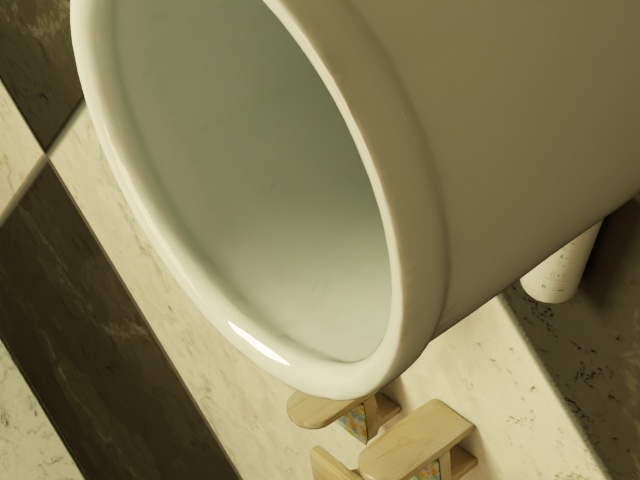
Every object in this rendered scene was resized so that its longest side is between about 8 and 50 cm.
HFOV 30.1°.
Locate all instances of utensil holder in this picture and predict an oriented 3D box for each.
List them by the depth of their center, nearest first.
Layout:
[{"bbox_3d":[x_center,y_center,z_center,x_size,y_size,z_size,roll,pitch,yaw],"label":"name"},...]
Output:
[{"bbox_3d":[0.081,-0.130,0.809,0.327,0.385,0.328,39,147,32],"label":"utensil holder"}]

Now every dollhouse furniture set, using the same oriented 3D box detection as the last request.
[{"bbox_3d":[0.098,0.408,1.444,0.394,0.256,0.362,31,141,41],"label":"dollhouse furniture set"}]

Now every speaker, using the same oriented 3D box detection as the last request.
[{"bbox_3d":[0.218,-0.005,1.062,0.055,0.055,0.136,43,148,28],"label":"speaker"}]
